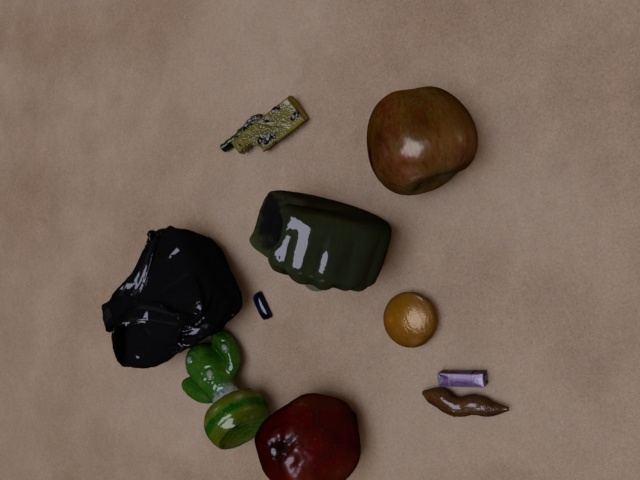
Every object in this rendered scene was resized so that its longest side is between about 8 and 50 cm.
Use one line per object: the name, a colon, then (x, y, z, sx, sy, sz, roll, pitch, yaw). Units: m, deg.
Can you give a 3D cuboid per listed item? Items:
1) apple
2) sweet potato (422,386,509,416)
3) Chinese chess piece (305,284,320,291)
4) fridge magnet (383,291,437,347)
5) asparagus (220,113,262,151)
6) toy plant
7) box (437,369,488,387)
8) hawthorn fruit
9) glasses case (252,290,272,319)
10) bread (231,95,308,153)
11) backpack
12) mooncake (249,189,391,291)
apple: (0.231, -0.243, 1.508, 0.264, 0.264, 0.264, 1, 93, 26)
sweet potato: (0.355, 0.407, 1.582, 0.218, 0.051, 0.065, 6, 93, 26)
Chinese chess piece: (-0.011, 0.098, 1.761, 0.084, 0.034, 0.084, 1, 91, 28)
fridge magnet: (0.229, 0.201, 1.630, 0.143, 0.063, 0.143, 0, 90, 26)
asparagus: (-0.226, -0.313, 1.849, 0.165, 0.030, 0.036, -38, 114, 23)
toy plant: (-0.291, 0.430, 1.858, 0.224, 0.184, 0.316, -43, 58, 16)
box: (0.352, 0.341, 1.582, 0.117, 0.051, 0.036, -4, 89, 25)
hawthorn fruit: (-0.042, 0.532, 1.644, 0.265, 0.307, 0.265, -3, 84, 25)
glasses case: (-0.171, 0.190, 1.848, 0.033, 0.023, 0.083, -30, 79, 22)
bread: (-0.145, -0.308, 1.791, 0.226, 0.049, 0.088, -34, 99, 24)
backpack: (-0.461, 0.186, 1.866, 0.446, 0.255, 0.363, -44, 61, 24)
mooncake: (0.000, 0.000, 1.594, 0.351, 0.351, 0.187, 18, 101, 25)
